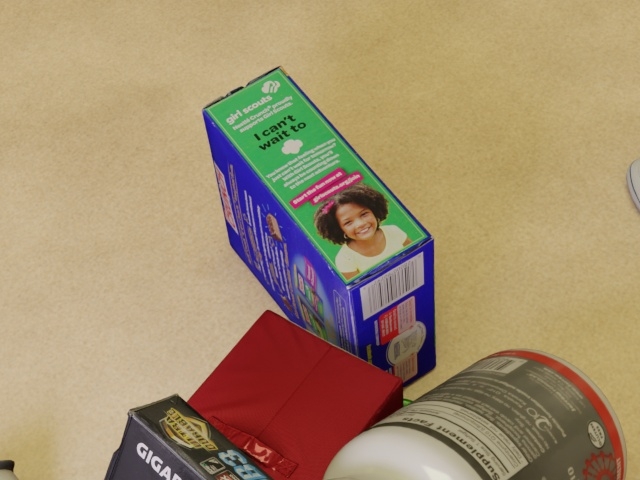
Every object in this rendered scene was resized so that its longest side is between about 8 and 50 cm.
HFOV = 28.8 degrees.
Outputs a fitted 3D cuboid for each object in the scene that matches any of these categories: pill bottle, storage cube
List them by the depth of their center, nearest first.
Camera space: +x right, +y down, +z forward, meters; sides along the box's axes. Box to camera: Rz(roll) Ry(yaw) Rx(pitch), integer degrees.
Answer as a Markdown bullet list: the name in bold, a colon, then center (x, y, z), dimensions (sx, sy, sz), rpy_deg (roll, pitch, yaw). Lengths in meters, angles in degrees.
- **pill bottle**: center (0.129, 0.255, 1.206), dimensions (0.210, 0.210, 0.363), rpy_deg (33, 34, 27)
- **storage cube**: center (-0.034, 0.229, 1.345), dimensions (0.183, 0.215, 0.193), rpy_deg (25, 56, 24)

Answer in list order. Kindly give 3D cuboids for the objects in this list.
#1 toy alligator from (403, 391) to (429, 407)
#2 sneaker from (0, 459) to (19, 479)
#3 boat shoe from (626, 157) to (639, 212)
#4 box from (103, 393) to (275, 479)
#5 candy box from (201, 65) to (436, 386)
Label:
- **toy alligator**: center (0.172, 0.202, 1.427), dimensions (0.189, 0.056, 0.051), rpy_deg (-4, 97, 4)
- **sneaker**: center (-0.456, 0.418, 1.325), dimensions (0.410, 0.158, 0.182), rpy_deg (-39, 72, -13)
- **boat shoe**: center (0.458, -0.036, 1.529), dimensions (0.083, 0.076, 0.226), rpy_deg (-27, 56, -10)
- **box**: center (-0.096, 0.341, 1.121), dimensions (0.295, 0.293, 0.073), rpy_deg (37, 31, 26)
- **candy box**: center (0.000, 0.000, 1.458), dimensions (0.122, 0.268, 0.317), rpy_deg (-30, 56, -16)
